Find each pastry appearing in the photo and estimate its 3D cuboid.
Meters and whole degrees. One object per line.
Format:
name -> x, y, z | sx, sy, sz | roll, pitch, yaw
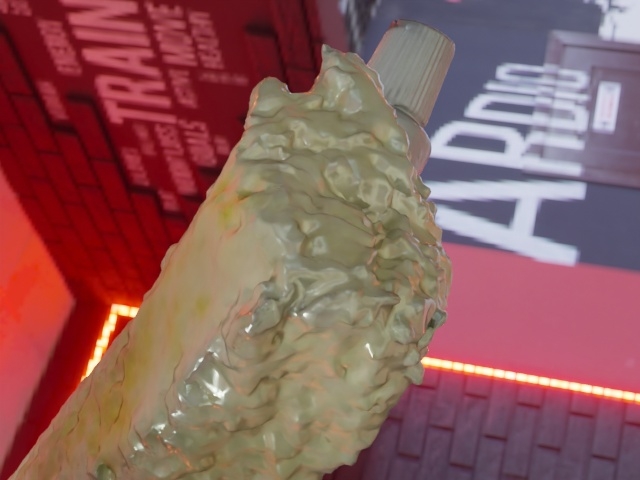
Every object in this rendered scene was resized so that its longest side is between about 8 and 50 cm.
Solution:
pastry -> -0.047, 0.067, 0.402 | 0.258, 0.089, 0.121 | -56, 7, 28

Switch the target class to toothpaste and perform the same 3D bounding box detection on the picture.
toothpaste -> 0.000, 0.000, 0.685 | 0.282, 0.068, 0.099 | -62, -8, -11
